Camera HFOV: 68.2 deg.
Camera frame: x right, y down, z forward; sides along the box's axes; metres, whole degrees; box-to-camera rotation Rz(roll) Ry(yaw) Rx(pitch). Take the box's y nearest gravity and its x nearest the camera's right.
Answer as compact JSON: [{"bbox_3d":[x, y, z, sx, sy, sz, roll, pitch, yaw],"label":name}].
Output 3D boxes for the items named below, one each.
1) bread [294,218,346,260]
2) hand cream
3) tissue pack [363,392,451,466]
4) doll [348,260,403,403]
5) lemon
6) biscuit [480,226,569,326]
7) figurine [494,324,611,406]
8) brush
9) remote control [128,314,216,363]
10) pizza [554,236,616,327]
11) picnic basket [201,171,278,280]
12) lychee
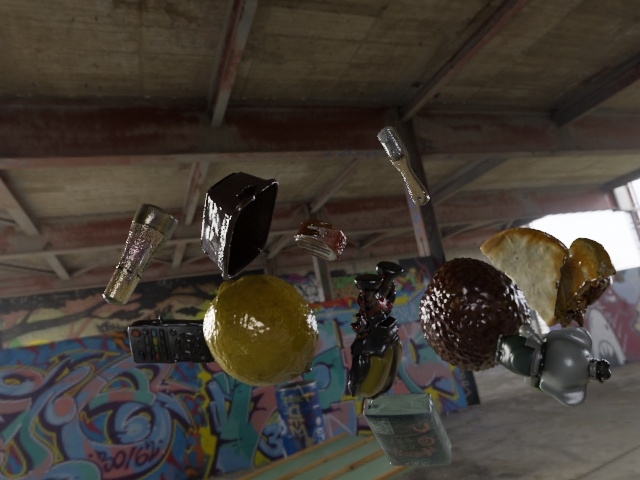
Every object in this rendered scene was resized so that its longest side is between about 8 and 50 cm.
[{"bbox_3d":[0.000,0.000,1.481,0.160,0.073,0.160,22,-24,11],"label":"bread"},{"bbox_3d":[-0.355,0.030,0.911,0.083,0.203,0.084,20,-19,8],"label":"hand cream"},{"bbox_3d":[0.298,0.646,1.598,0.227,0.103,0.316,-10,-55,23],"label":"tissue pack"},{"bbox_3d":[0.089,0.161,0.761,0.127,0.249,0.088,-6,23,-26],"label":"doll"},{"bbox_3d":[-0.107,0.163,0.860,0.192,0.231,0.192,-45,-11,-11],"label":"lemon"},{"bbox_3d":[0.635,0.080,1.377,0.040,0.309,0.204,-12,-30,-50],"label":"biscuit"},{"bbox_3d":[0.430,0.225,0.882,0.192,0.147,0.126,9,-3,32],"label":"figurine"},{"bbox_3d":[0.281,-0.265,1.640,0.070,0.328,0.065,-36,-24,30],"label":"brush"},{"bbox_3d":[-0.335,0.275,1.329,0.398,0.145,0.062,-1,16,3],"label":"remote control"},{"bbox_3d":[0.540,0.099,0.967,0.069,0.194,0.154,10,25,2],"label":"pizza"},{"bbox_3d":[-0.239,-0.049,1.316,0.222,0.129,0.297,-46,-20,-46],"label":"picnic basket"},{"bbox_3d":[0.357,0.173,1.119,0.260,0.261,0.260,-10,-12,-2],"label":"lychee"}]
